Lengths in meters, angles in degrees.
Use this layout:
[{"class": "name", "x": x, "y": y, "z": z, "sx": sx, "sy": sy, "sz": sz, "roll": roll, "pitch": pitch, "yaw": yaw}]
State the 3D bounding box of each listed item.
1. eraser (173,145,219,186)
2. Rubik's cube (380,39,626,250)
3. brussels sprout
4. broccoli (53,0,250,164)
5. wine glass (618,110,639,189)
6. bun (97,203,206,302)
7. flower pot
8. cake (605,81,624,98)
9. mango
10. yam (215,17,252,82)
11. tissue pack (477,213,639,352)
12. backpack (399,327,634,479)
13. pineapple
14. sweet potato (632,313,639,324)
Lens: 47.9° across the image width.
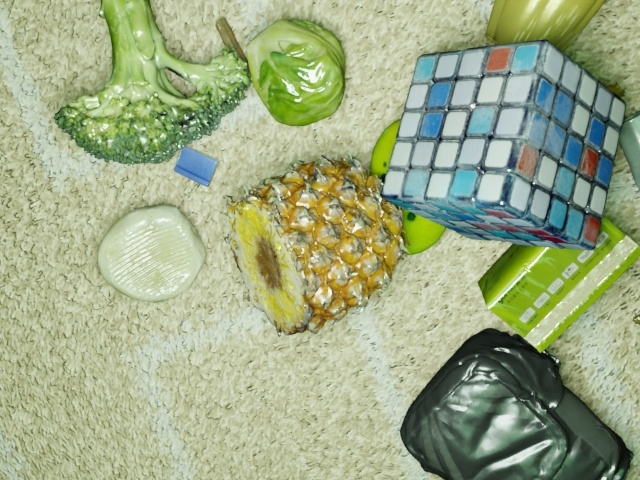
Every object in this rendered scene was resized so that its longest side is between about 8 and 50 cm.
[{"class": "eraser", "x": -0.272, "y": -0.163, "z": 1.583, "sx": 0.084, "sy": 0.027, "sz": 0.063, "roll": 25, "pitch": 104, "yaw": 2}, {"class": "Rubik's cube", "x": 0.327, "y": -0.160, "z": 1.291, "sx": 0.287, "sy": 0.292, "sz": 0.293, "roll": 20, "pitch": 81, "yaw": -39}, {"class": "brussels sprout", "x": -0.048, "y": -0.338, "z": 1.461, "sx": 0.223, "sy": 0.161, "sz": 0.223, "roll": 11, "pitch": 116, "yaw": 25}, {"class": "broccoli", "x": -0.398, "y": -0.334, "z": 1.473, "sx": 0.397, "sy": 0.275, "sz": 0.353, "roll": 49, "pitch": 63, "yaw": -6}, {"class": "wine glass", "x": 0.668, "y": -0.145, "z": 1.427, "sx": 0.103, "sy": 0.103, "sz": 0.231, "roll": -30, "pitch": 92, "yaw": 12}, {"class": "bun", "x": -0.369, "y": 0.025, "z": 1.576, "sx": 0.231, "sy": 0.133, "sz": 0.231, "roll": -5, "pitch": 109, "yaw": -16}, {"class": "flower pot", "x": 0.418, "y": -0.437, "z": 1.371, "sx": 0.195, "sy": 0.195, "sz": 0.179, "roll": 27, "pitch": 114, "yaw": 2}, {"class": "cake", "x": 0.525, "y": -0.268, "z": 1.457, "sx": 0.080, "sy": 0.116, "sz": 0.185, "roll": 49, "pitch": 134, "yaw": 2}, {"class": "mango", "x": 0.191, "y": -0.108, "z": 1.480, "sx": 0.175, "sy": 0.143, "sz": 0.293, "roll": 0, "pitch": 110, "yaw": 9}, {"class": "yam", "x": -0.179, "y": -0.399, "z": 1.526, "sx": 0.032, "sy": 0.032, "sz": 0.145, "roll": -28, "pitch": 96, "yaw": 11}, {"class": "tissue pack", "x": 0.467, "y": 0.054, "z": 1.438, "sx": 0.167, "sy": 0.200, "sz": 0.275, "roll": 39, "pitch": 103, "yaw": -2}, {"class": "backpack", "x": 0.413, "y": 0.416, "z": 1.491, "sx": 0.445, "sy": 0.255, "sz": 0.363, "roll": 41, "pitch": 106, "yaw": 7}, {"class": "pineapple", "x": -0.002, "y": -0.002, "z": 1.408, "sx": 0.300, "sy": 0.352, "sz": 0.352, "roll": -31, "pitch": 96, "yaw": -26}, {"class": "sweet potato", "x": 0.820, "y": 0.119, "z": 1.434, "sx": 0.369, "sy": 0.158, "sz": 0.158, "roll": -29, "pitch": 95, "yaw": 11}]
